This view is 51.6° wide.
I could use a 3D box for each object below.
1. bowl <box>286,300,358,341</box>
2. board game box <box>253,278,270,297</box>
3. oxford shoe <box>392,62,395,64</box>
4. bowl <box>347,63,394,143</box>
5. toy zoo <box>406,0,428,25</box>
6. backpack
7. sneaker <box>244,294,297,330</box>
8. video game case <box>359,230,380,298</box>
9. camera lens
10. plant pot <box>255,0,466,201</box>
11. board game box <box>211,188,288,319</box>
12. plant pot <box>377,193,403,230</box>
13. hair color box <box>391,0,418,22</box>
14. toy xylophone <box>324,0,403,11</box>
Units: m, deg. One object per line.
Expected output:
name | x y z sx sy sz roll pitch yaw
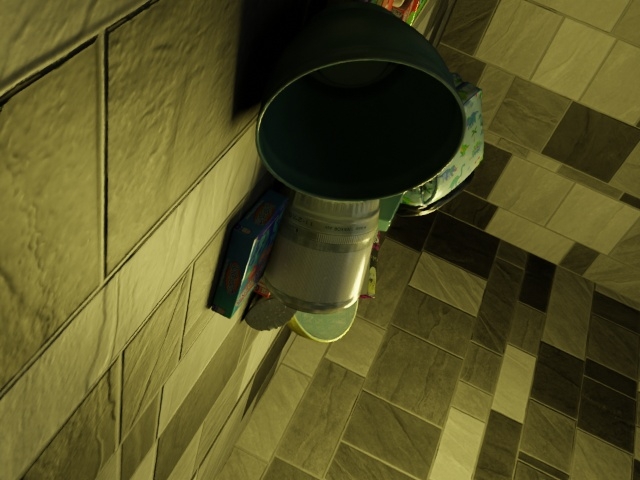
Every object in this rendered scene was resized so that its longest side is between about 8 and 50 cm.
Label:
bowl | -0.043 0.145 1.871 0.156 0.289 0.289 -9 -141 42
board game box | -0.094 0.028 1.631 0.193 0.045 0.146 -57 170 -52
oxford shoe | 0.120 -0.395 1.660 0.076 0.076 0.212 -16 -161 41
bowl | 0.060 -0.231 1.198 0.134 0.298 0.297 53 50 -31
toy zoo | 0.313 -0.772 1.900 0.192 0.030 0.293 -60 172 -35
backpack | 0.281 -0.260 1.662 0.290 0.273 0.355 -36 123 -26
sneaker | -0.093 0.141 1.675 0.235 0.090 0.094 -36 -154 15
video game case | 0.040 0.047 1.690 0.042 0.232 0.210 29 63 -50
camera lens | 0.000 0.000 1.398 0.219 0.220 0.274 -53 158 -61
plant pot | 0.053 -0.221 0.974 0.293 0.293 0.196 106 -15 -56
board game box | -0.136 0.026 1.271 0.160 0.047 0.210 -57 171 -52
plant pot | 0.078 -0.125 1.588 0.165 0.234 0.165 -63 173 -11
hair color box | 0.155 -0.508 1.351 0.053 0.093 0.167 105 12 -56
toy xylophone | 0.077 -0.408 1.154 0.322 0.081 0.236 -59 172 -41
